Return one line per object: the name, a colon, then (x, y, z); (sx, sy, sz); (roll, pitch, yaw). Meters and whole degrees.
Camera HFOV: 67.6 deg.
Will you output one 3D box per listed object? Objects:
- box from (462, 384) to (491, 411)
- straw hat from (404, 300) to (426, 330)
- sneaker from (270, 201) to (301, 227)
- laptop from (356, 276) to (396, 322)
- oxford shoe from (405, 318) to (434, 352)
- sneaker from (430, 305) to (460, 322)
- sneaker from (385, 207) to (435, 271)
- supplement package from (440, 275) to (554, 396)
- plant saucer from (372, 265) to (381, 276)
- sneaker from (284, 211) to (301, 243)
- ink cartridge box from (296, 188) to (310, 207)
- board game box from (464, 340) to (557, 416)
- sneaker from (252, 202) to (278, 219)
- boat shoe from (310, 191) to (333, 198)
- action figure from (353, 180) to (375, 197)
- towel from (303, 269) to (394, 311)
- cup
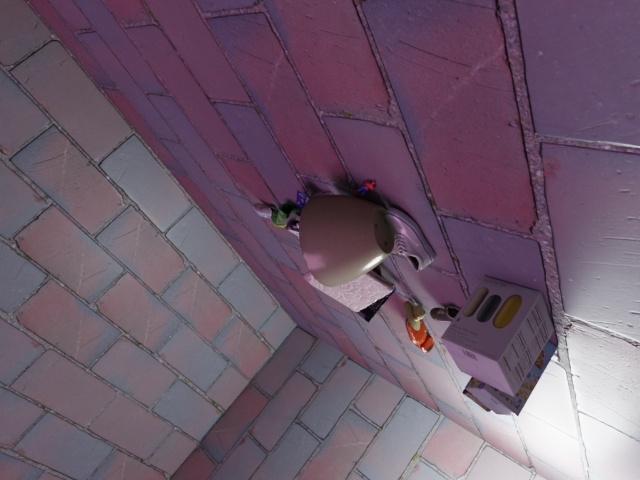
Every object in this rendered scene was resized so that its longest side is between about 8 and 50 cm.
box: (0.699, 0.538, 1.861); (0.143, 0.191, 0.381); (36, 160, 14)
straw hat: (0.425, 0.315, 2.084); (0.061, 0.144, 0.144); (-28, 117, 26)
sneaker: (-0.147, -0.121, 2.226); (0.295, 0.109, 0.124); (16, 122, 60)
laptop: (0.199, 0.237, 2.249); (0.234, 0.264, 0.136); (39, -162, 9)
oxford shoe: (0.452, 0.444, 2.292); (0.098, 0.097, 0.271); (29, 158, 48)
sneaker: (0.507, 0.285, 1.884); (0.192, 0.064, 0.086); (17, 142, 50)
sneaker: (0.293, 0.003, 1.610); (0.258, 0.091, 0.094); (48, 160, -20)
supplement package: (0.549, 0.288, 1.478); (0.199, 0.263, 0.198); (17, 150, 50)
plant saucer: (0.189, 0.103, 2.101); (0.198, 0.036, 0.199); (30, 153, 17)
sneaker: (-0.090, -0.057, 2.023); (0.153, 0.094, 0.235); (37, 170, -11)
ink cartridge box: (-0.014, -0.106, 1.953); (0.224, 0.045, 0.223); (32, 169, 3)
board game box: (0.636, 0.428, 1.602); (0.144, 0.275, 0.142); (39, 162, 5)
sneaker: (-0.261, -0.152, 2.412); (0.190, 0.071, 0.083); (26, 151, 18)
boat shoe: (0.008, -0.167, 1.871); (0.125, 0.046, 0.038); (2, 133, 50)
action figure: (0.152, -0.176, 1.591); (0.038, 0.030, 0.115); (39, 157, -11)
towel: (0.120, 0.182, 2.136); (0.317, 0.053, 0.332); (32, 145, -11)
cup: (0.116, -0.016, 1.653); (0.236, 0.331, 0.331); (-11, 132, 32)
